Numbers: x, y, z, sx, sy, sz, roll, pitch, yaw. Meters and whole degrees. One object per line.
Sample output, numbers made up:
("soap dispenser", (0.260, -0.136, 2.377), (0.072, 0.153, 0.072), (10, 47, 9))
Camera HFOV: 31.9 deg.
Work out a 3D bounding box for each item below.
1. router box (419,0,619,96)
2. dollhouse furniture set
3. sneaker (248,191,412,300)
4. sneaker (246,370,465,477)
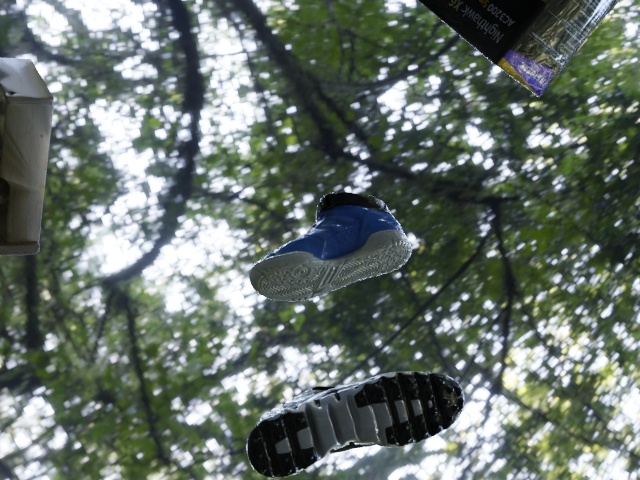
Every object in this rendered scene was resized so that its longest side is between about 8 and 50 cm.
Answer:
("router box", (0.172, -0.316, 1.039), (0.243, 0.081, 0.309), (-52, -133, 14))
("dollhouse furniture set", (-0.383, -0.079, 1.027), (0.212, 0.242, 0.161), (51, -45, 50))
("sneaker", (0.000, 0.001, 1.040), (0.058, 0.152, 0.084), (84, -14, -46))
("sneaker", (0.032, 0.180, 1.171), (0.234, 0.106, 0.078), (-15, -84, -9))
